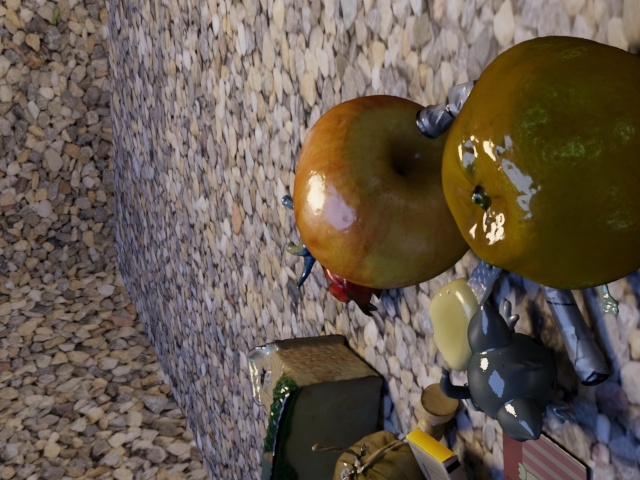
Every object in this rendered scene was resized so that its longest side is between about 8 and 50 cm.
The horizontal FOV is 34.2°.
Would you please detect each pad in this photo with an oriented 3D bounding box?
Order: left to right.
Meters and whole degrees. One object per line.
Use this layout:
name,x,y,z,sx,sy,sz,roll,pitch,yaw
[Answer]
pad,0.334,0.415,1.561,0.202,0.005,0.300,36,137,57

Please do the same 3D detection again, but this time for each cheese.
cheese,0.227,0.088,1.563,0.255,0.050,0.127,106,144,-50

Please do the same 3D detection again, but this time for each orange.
orange,0.258,-0.081,1.124,0.279,0.235,0.279,171,90,-73

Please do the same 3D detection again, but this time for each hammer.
hammer,0.265,-0.009,1.351,0.152,0.044,0.427,-24,88,39

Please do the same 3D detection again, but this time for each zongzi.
zongzi,0.195,0.576,1.807,0.467,0.218,0.500,37,139,32

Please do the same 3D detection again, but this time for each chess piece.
chess piece,0.191,0.299,1.764,0.122,0.066,0.066,99,148,-51

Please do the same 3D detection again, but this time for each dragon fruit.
dragon fruit,0.063,0.055,1.864,0.121,0.130,0.142,22,130,22

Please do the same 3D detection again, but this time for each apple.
apple,0.094,-0.065,1.497,0.286,0.286,0.233,66,156,21

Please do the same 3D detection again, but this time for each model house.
model house,-0.032,0.342,2.110,0.284,0.243,0.299,-132,45,-56

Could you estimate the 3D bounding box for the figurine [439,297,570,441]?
figurine,0.245,0.182,1.457,0.265,0.140,0.193,-28,72,63

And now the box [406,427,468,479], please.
box,0.227,0.435,1.740,0.129,0.033,0.247,25,144,62

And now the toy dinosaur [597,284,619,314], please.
toy dinosaur,0.329,0.005,1.281,0.187,0.044,0.106,-119,11,-52

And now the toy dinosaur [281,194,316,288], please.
toy dinosaur,0.000,0.000,2.036,0.188,0.075,0.248,30,126,51
